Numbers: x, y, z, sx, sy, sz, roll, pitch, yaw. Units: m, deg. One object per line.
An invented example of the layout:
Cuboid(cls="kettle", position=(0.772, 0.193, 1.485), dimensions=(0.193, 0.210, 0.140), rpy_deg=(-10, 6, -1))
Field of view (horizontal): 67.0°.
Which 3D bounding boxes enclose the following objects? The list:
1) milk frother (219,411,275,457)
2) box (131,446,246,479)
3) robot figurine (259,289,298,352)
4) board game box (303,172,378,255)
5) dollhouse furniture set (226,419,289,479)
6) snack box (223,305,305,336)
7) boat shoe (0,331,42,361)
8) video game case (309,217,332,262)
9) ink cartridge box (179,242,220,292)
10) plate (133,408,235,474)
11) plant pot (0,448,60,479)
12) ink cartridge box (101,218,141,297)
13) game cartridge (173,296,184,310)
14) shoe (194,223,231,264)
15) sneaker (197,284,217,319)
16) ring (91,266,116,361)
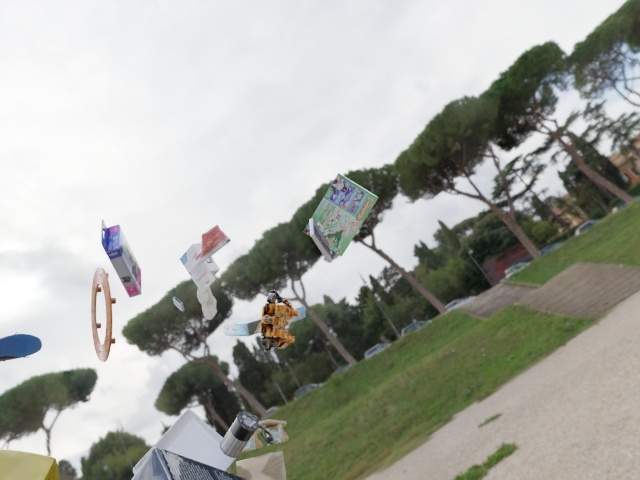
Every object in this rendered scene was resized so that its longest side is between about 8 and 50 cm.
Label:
Cuboid(cls="milk frother", position=(-0.247, 0.686, 1.662), dimensions=(0.129, 0.143, 0.135), rpy_deg=(11, -64, -50))
Cuboid(cls="box", position=(-0.401, 0.851, 1.443), dimensions=(0.395, 0.212, 0.293), rpy_deg=(41, -99, -36))
Cuboid(cls="robot figurine", position=(-0.145, 0.288, 1.704), dimensions=(0.085, 0.211, 0.291), rpy_deg=(4, -12, 8))
Cuboid(cls="board game box", position=(0.091, -0.117, 2.217), dimensions=(0.317, 0.213, 0.046), rpy_deg=(-58, -6, 12))
Cuboid(cls="dollhouse furniture set", position=(-0.330, 0.940, 1.923), dimensions=(0.394, 0.362, 0.256), rpy_deg=(-23, -31, 20))
Cuboid(cls="snack box", position=(-0.246, 0.357, 2.161), dimensions=(0.322, 0.060, 0.187), rpy_deg=(-11, 0, -42))
Cuboid(cls="boat shoe", position=(-1.187, 0.400, 1.802), dimensions=(0.089, 0.109, 0.258), rpy_deg=(-24, -19, 32))
Cuboid(cls="video game case", position=(0.000, 0.000, 2.038), dimensions=(0.019, 0.143, 0.157), rpy_deg=(-27, -62, 12))
Cuboid(cls="ink cartridge box", position=(-0.482, 0.111, 1.970), dimensions=(0.104, 0.180, 0.060), rpy_deg=(-44, -15, 26))
Cuboid(cls="plate", position=(-0.472, 0.789, 1.717), dimensions=(0.278, 0.277, 0.045), rpy_deg=(-47, -30, -29))
Cuboid(cls="plant pot", position=(-0.777, 0.664, 1.220), dimensions=(0.187, 0.212, 0.212), rpy_deg=(-5, 13, -11))
Cuboid(cls="ink cartridge box", position=(-0.835, 0.069, 2.038), dimensions=(0.065, 0.186, 0.311), rpy_deg=(-19, -51, -8))
Cuboid(cls="game cartridge", position=(-0.730, 0.329, 2.494), dimensions=(0.017, 0.083, 0.056), rpy_deg=(-28, -49, -36))
Cuboid(cls="shoe", position=(-0.403, 0.014, 1.729), dimensions=(0.178, 0.081, 0.063), rpy_deg=(-34, 6, 28))
Cuboid(cls="sneaker", position=(-0.607, 0.318, 2.635), dimensions=(0.094, 0.080, 0.212), rpy_deg=(-45, -45, -58))
Cuboid(cls="ring", position=(-0.774, 0.263, 1.728), dimensions=(0.032, 0.336, 0.336), rpy_deg=(0, -37, -36))
